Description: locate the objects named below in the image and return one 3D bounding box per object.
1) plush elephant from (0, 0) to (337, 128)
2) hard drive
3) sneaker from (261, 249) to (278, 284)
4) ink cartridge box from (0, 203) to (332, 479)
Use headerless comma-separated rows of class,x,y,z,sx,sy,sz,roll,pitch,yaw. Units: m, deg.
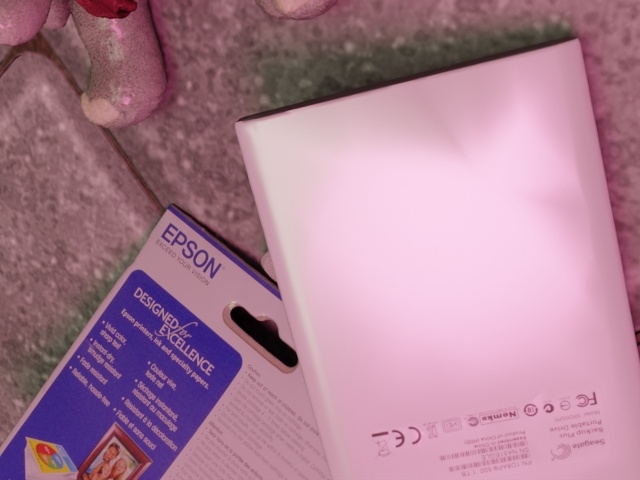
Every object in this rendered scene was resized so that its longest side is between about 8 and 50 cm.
plush elephant,-0.182,-0.238,0.666,0.272,0.255,0.330,-14,102,35
hard drive,0.098,0.058,0.694,0.233,0.047,0.353,-13,104,9
sneaker,0.000,0.000,0.787,0.051,0.070,0.134,44,155,-2
ink cartridge box,-0.104,0.178,0.850,0.303,0.072,0.307,37,92,24
